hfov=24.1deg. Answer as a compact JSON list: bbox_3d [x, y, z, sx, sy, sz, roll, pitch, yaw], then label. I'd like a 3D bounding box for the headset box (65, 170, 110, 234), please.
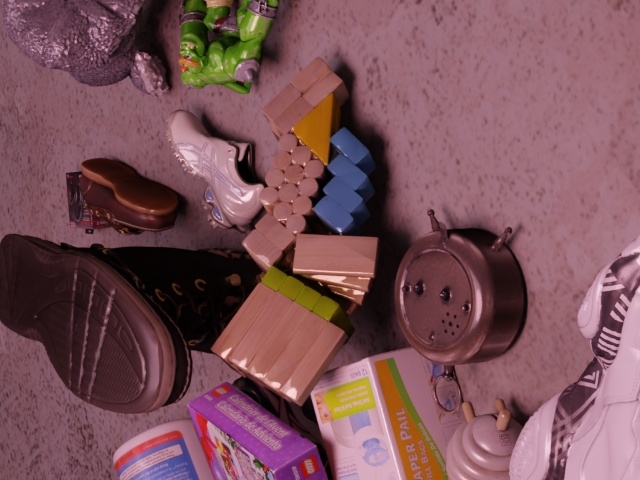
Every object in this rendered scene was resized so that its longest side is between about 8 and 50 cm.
[{"bbox_3d":[-0.309,-0.050,2.002,0.062,0.032,0.083,6,100,52],"label":"headset box"}]

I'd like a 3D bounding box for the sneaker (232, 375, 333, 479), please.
[{"bbox_3d":[-0.046,0.222,1.680,0.178,0.077,0.072,56,137,28],"label":"sneaker"}]

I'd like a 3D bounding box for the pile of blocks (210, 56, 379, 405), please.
[{"bbox_3d":[0.000,0.000,1.533,0.149,0.112,0.362,6,71,15],"label":"pile of blocks"}]

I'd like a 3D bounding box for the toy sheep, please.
[{"bbox_3d":[0.159,0.200,1.405,0.091,0.091,0.132,49,150,35],"label":"toy sheep"}]

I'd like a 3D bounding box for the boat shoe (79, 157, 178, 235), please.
[{"bbox_3d":[-0.239,-0.043,1.886,0.207,0.073,0.073,31,123,53],"label":"boat shoe"}]

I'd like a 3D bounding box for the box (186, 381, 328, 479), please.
[{"bbox_3d":[-0.033,0.312,1.596,0.201,0.057,0.293,25,139,56],"label":"box"}]

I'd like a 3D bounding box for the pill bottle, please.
[{"bbox_3d":[-0.158,0.338,1.808,0.124,0.124,0.221,-47,60,46],"label":"pill bottle"}]

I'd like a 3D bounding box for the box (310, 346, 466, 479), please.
[{"bbox_3d":[0.081,0.215,1.492,0.114,0.103,0.203,-25,77,52],"label":"box"}]

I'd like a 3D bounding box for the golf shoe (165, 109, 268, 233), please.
[{"bbox_3d":[-0.112,-0.095,1.730,0.086,0.069,0.176,-43,65,25],"label":"golf shoe"}]

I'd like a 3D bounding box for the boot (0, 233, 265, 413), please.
[{"bbox_3d":[-0.161,0.083,1.614,0.377,0.284,0.138,19,103,54],"label":"boot"}]

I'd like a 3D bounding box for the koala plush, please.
[{"bbox_3d":[-0.269,-0.252,1.763,0.221,0.196,0.203,87,-157,-68],"label":"koala plush"}]

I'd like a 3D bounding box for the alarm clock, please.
[{"bbox_3d":[0.126,0.073,1.429,0.129,0.064,0.192,14,105,47],"label":"alarm clock"}]

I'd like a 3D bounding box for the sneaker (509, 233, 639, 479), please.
[{"bbox_3d":[0.292,0.146,1.185,0.210,0.137,0.366,52,139,32],"label":"sneaker"}]

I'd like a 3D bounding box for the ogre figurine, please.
[{"bbox_3d":[-0.103,-0.228,1.657,0.197,0.097,0.118,5,83,37],"label":"ogre figurine"}]
